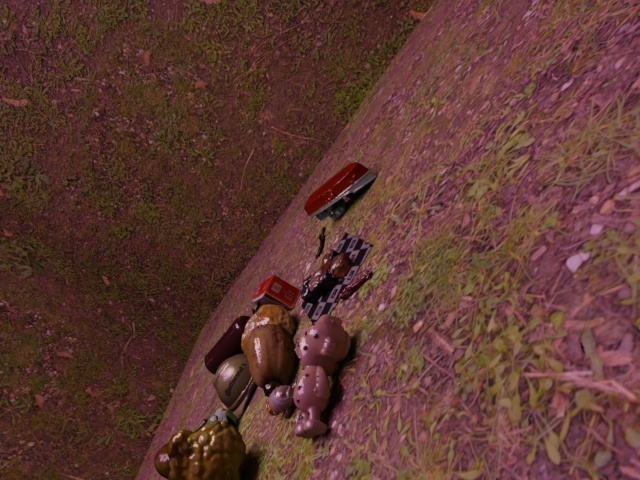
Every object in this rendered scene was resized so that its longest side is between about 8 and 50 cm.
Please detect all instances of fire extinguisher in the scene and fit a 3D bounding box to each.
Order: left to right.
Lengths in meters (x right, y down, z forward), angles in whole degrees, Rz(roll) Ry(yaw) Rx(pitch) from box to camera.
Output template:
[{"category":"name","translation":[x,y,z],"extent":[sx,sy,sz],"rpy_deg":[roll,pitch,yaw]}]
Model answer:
[{"category":"fire extinguisher","translation":[-0.336,0.393,1.770],"extent":[0.337,0.114,0.135],"rpy_deg":[-49,30,26]}]

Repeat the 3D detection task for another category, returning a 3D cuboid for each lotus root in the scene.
[{"category":"lotus root","translation":[-0.147,0.348,1.347],"extent":[0.140,0.154,0.257],"rpy_deg":[-54,31,29]}]

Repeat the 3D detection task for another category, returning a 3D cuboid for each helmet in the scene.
[{"category":"helmet","translation":[-0.322,0.516,1.620],"extent":[0.204,0.137,0.257],"rpy_deg":[-38,25,56]}]

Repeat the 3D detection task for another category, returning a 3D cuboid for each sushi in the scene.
[{"category":"sushi","translation":[0.015,0.109,1.460],"extent":[0.320,0.069,0.339],"rpy_deg":[-58,13,1]}]

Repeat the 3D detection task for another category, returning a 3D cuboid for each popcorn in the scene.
[{"category":"popcorn","translation":[-0.314,0.592,1.186],"extent":[0.237,0.251,0.206],"rpy_deg":[-27,28,42]}]

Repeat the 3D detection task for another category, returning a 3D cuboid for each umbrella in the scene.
[{"category":"umbrella","translation":[0.090,0.131,1.238],"extent":[0.165,0.025,0.027],"rpy_deg":[-46,-4,37]}]

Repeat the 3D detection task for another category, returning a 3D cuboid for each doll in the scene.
[{"category":"doll","translation":[-0.096,0.429,1.173],"extent":[0.127,0.073,0.084],"rpy_deg":[-53,47,38]},{"category":"doll","translation":[-0.010,0.314,1.034],"extent":[0.154,0.119,0.278],"rpy_deg":[-41,31,54]}]

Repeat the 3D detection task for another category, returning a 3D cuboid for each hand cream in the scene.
[{"category":"hand cream","translation":[-0.440,0.741,1.744],"extent":[0.095,0.046,0.175],"rpy_deg":[-65,11,-7]}]

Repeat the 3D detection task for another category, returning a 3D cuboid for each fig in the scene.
[{"category":"fig","translation":[-0.562,0.829,1.791],"extent":[0.151,0.151,0.259],"rpy_deg":[-45,15,45]}]

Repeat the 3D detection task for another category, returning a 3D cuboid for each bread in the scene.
[{"category":"bread","translation":[-0.194,0.327,1.570],"extent":[0.244,0.134,0.244],"rpy_deg":[-53,17,24]}]

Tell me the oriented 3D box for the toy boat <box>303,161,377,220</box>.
[{"category":"toy boat","translation":[0.089,-0.189,1.767],"extent":[0.332,0.133,0.145],"rpy_deg":[-34,21,37]}]

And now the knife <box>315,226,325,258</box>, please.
[{"category":"knife","translation":[0.003,-0.004,1.858],"extent":[0.045,0.021,0.222],"rpy_deg":[-53,15,33]}]

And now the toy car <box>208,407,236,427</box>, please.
[{"category":"toy car","translation":[-0.337,0.667,1.444],"extent":[0.076,0.090,0.224],"rpy_deg":[-11,38,24]}]

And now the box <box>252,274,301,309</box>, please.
[{"category":"box","translation":[-0.181,0.224,1.772],"extent":[0.182,0.133,0.099],"rpy_deg":[-32,31,59]}]
